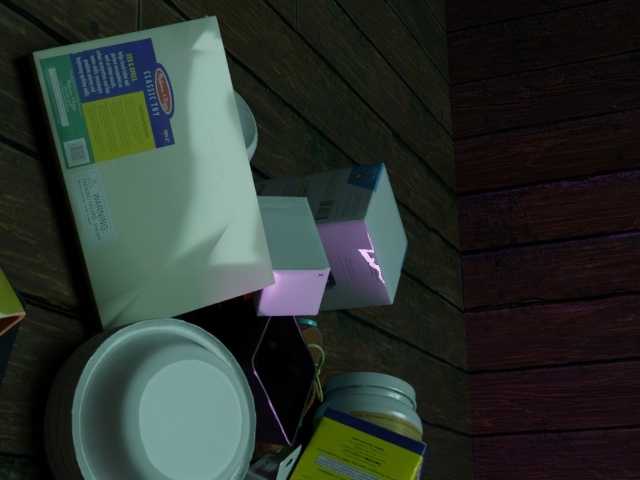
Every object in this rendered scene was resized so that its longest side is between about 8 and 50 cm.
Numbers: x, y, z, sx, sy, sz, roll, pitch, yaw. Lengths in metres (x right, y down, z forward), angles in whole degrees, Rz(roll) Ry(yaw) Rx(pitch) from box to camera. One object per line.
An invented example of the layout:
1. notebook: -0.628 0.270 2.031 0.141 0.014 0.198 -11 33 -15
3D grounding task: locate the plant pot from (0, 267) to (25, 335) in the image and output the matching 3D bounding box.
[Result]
1. plant pot: -0.434 0.036 0.985 0.212 0.212 0.187 -10 73 -48

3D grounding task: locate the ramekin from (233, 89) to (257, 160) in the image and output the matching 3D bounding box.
1. ramekin: -0.195 -0.167 1.693 0.207 0.109 0.207 23 44 -25

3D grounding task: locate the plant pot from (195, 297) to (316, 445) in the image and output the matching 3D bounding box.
1. plant pot: -0.130 0.213 1.785 0.187 0.167 0.188 -70 146 -51

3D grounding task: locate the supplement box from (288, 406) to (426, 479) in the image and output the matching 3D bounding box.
1. supplement box: 0.026 0.503 1.859 0.194 0.195 0.356 90 24 -49

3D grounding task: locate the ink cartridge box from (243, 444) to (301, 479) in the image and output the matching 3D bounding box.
1. ink cartridge box: -0.095 0.432 1.846 0.104 0.062 0.181 -22 129 -69

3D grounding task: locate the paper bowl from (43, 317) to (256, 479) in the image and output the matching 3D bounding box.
1. paper bowl: -0.209 0.244 1.446 0.284 0.148 0.284 12 70 -38

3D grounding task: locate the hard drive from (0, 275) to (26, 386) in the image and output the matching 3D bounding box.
1. hard drive: -0.429 0.067 1.222 0.254 0.054 0.172 57 32 -47

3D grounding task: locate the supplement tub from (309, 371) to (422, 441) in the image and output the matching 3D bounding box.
1. supplement tub: 0.087 0.445 2.174 0.228 0.228 0.316 55 35 -50

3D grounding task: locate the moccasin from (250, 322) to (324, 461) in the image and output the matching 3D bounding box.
1. moccasin: -0.061 0.262 1.970 0.380 0.147 0.139 -46 125 -64

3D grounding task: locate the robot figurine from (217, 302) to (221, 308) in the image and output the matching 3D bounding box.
1. robot figurine: -0.188 -0.003 1.769 0.158 0.128 0.219 142 -52 -68

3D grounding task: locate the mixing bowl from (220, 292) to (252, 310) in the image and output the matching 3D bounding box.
1. mixing bowl: -0.123 0.075 1.917 0.181 0.098 0.181 -25 119 -56

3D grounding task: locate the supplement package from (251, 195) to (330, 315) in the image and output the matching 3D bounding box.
1. supplement package: -0.062 0.024 1.756 0.179 0.105 0.105 -109 -153 -46

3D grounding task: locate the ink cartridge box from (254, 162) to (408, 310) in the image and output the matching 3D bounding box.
1. ink cartridge box: 0.000 0.000 2.050 0.198 0.270 0.197 -69 146 -51

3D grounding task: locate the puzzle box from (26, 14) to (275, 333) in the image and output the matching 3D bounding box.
1. puzzle box: -0.233 -0.095 1.550 0.052 0.272 0.409 12 -64 65

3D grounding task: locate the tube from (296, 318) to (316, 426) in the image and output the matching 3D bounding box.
1. tube: -0.043 0.261 2.162 0.080 0.052 0.207 36 55 -56
